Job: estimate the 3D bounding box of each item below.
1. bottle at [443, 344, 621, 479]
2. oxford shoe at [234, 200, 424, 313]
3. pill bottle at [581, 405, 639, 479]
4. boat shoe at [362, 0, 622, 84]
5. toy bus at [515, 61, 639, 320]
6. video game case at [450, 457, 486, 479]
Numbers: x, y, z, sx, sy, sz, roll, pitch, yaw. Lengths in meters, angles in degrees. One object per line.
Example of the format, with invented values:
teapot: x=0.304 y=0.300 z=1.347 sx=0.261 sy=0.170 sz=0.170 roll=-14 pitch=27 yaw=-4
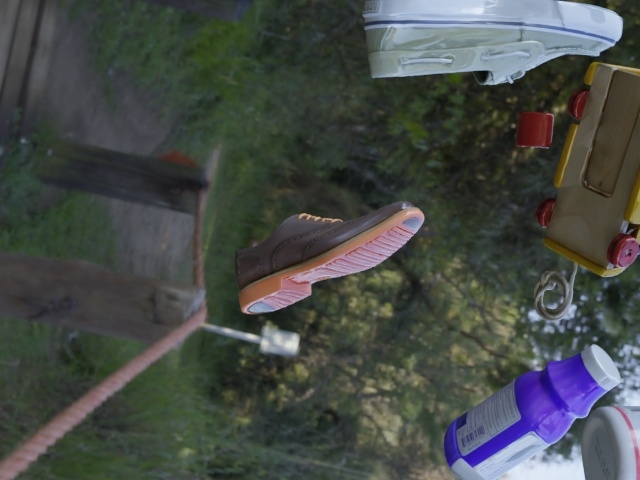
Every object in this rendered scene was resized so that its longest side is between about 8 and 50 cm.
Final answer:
bottle: x=0.313 y=0.258 z=1.407 sx=0.283 sy=0.092 sz=0.118 roll=-40 pitch=-164 yaw=24
oxford shoe: x=0.000 y=0.000 z=1.595 sx=0.130 sy=0.364 sz=0.132 roll=24 pitch=44 yaw=-61
pill bottle: x=0.306 y=0.180 z=0.777 sx=0.087 sy=0.160 sz=0.087 roll=180 pitch=-90 yaw=-84
boat shoe: x=0.189 y=-0.220 z=1.043 sx=0.109 sy=0.302 sz=0.094 roll=-139 pitch=-130 yaw=-73
toy bus: x=0.264 y=-0.050 z=0.798 sx=0.202 sy=0.104 sz=0.190 roll=-37 pitch=-121 yaw=52
video game case: x=0.256 y=0.376 z=1.211 sx=0.023 sy=0.193 sz=0.212 roll=-45 pitch=150 yaw=-11
